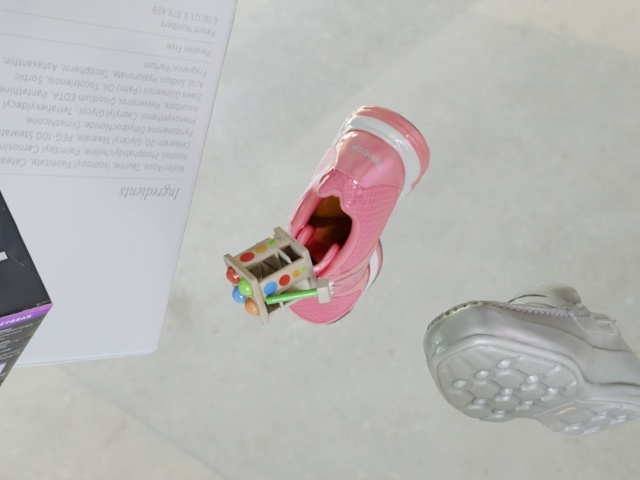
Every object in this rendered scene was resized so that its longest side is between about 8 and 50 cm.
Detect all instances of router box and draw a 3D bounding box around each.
[{"bbox_3d":[-0.222,-0.008,0.769,0.046,0.133,0.179,-18,74,-34],"label":"router box"}]

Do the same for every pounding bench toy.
[{"bbox_3d":[-0.037,0.038,1.162,0.065,0.052,0.083,-29,38,-19],"label":"pounding bench toy"}]

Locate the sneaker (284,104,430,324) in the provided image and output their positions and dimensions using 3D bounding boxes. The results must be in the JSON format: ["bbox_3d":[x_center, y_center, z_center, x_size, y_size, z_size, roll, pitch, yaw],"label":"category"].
[{"bbox_3d":[0.000,-0.001,1.359,0.116,0.314,0.136,33,51,10],"label":"sneaker"}]

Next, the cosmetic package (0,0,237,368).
[{"bbox_3d":[-0.338,-0.110,1.341,0.329,0.393,0.327,21,13,34],"label":"cosmetic package"}]

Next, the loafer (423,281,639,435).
[{"bbox_3d":[0.175,0.088,1.109,0.112,0.319,0.111,-25,65,24],"label":"loafer"}]
